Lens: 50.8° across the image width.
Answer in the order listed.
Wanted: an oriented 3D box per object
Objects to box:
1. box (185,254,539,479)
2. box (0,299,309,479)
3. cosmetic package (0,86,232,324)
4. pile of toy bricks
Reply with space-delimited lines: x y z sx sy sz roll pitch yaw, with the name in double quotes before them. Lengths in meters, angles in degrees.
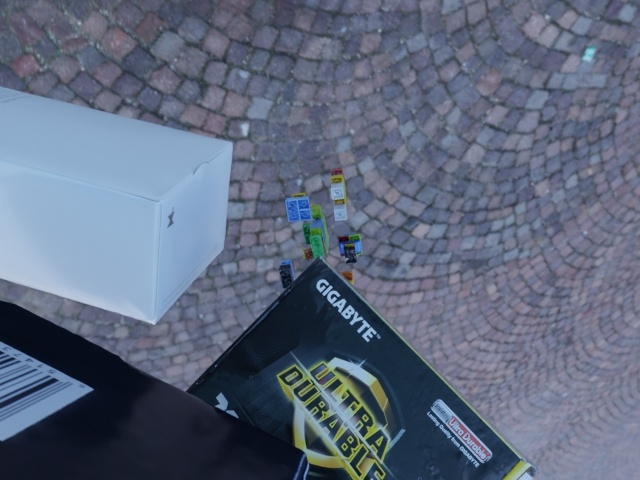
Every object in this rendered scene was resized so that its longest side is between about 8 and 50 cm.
"box" 0.017 0.208 0.707 0.257 0.322 0.079 -46 144 1
"box" -0.327 0.291 0.450 0.297 0.479 0.472 -16 130 -84
"cosmetic package" -0.305 -0.059 0.767 0.365 0.197 0.155 16 118 10
"pile of toy bricks" 0.000 0.000 0.970 0.118 0.105 0.212 -6 116 6
